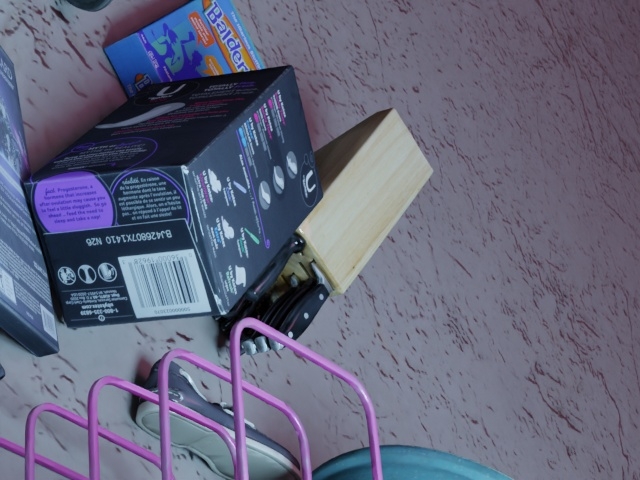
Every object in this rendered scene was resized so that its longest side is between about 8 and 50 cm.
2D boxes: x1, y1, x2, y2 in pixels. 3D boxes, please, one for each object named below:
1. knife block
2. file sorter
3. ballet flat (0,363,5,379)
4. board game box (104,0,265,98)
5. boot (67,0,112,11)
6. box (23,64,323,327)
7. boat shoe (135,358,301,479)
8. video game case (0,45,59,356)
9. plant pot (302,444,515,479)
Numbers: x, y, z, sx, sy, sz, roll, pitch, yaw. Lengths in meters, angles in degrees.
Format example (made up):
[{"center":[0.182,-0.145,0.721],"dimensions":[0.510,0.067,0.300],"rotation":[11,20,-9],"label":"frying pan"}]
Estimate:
[{"center":[0.000,0.000,1.762],"dimensions":[0.088,0.275,0.242],"rotation":[57,1,-21],"label":"knife block"},{"center":[-0.114,0.207,1.374],"dimensions":[0.202,0.290,0.182],"rotation":[35,40,-45],"label":"file sorter"},{"center":[-0.291,0.144,1.339],"dimensions":[0.074,0.074,0.203],"rotation":[56,29,-22],"label":"ballet flat"},{"center":[-0.125,-0.165,1.845],"dimensions":[0.160,0.047,0.210],"rotation":[63,29,-11],"label":"board game box"},{"center":[-0.185,-0.328,1.806],"dimensions":[0.229,0.091,0.263],"rotation":[18,54,-54],"label":"boot"},{"center":[-0.125,-0.044,1.609],"dimensions":[0.270,0.165,0.143],"rotation":[-51,132,-59],"label":"box"},{"center":[-0.088,0.173,1.658],"dimensions":[0.206,0.075,0.065],"rotation":[34,47,-39],"label":"boat shoe"},{"center":[-0.270,-0.056,1.464],"dimensions":[0.196,0.026,0.274],"rotation":[69,8,-73],"label":"video game case"},{"center":[0.047,0.409,1.506],"dimensions":[0.341,0.341,0.334],"rotation":[60,39,-16],"label":"plant pot"}]
